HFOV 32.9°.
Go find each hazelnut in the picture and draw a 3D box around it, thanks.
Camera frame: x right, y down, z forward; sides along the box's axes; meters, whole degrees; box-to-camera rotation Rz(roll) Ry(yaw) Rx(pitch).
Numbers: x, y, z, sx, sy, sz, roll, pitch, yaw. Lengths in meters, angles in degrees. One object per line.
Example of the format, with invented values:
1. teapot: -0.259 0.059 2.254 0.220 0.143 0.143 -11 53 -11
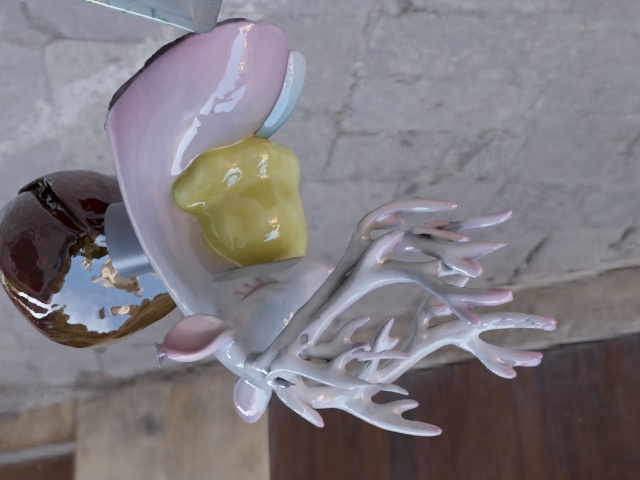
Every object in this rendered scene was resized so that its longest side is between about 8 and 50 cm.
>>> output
1. hazelnut: -0.269 0.021 1.275 0.234 0.218 0.218 10 157 -35

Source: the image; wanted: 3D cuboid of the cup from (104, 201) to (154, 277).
1. cup: -0.169 -0.013 1.108 0.077 0.100 0.078 -10 129 8

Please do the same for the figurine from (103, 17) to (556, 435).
1. figurine: -0.008 -0.001 0.779 0.284 0.316 0.206 -21 166 10

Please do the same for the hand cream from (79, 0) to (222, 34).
1. hand cream: -0.141 -0.151 0.561 0.194 0.067 0.042 13 155 4
